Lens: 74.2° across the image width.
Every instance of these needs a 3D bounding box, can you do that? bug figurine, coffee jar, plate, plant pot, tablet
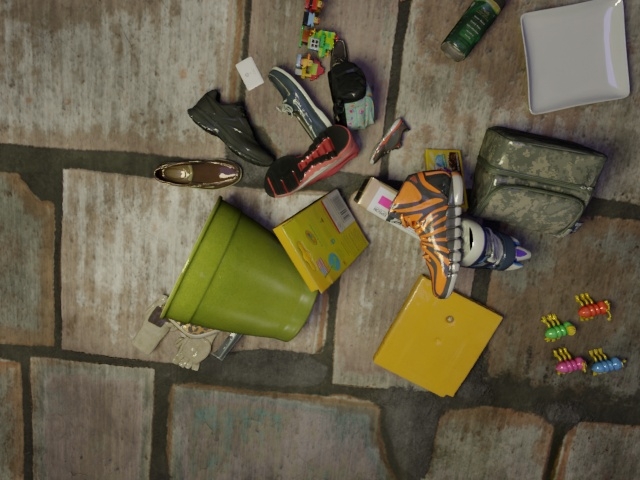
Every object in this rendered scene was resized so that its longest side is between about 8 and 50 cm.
[{"bbox_3d":[0.813,0.314,1.305,0.216,0.072,0.278,-19,98,5],"label":"bug figurine"},{"bbox_3d":[0.421,-0.594,1.168,0.079,0.096,0.184,36,99,-6],"label":"coffee jar"},{"bbox_3d":[0.710,-0.516,1.195,0.278,0.045,0.277,-10,97,4],"label":"plate"},{"bbox_3d":[-0.202,0.115,1.196,0.353,0.366,0.366,26,99,-13],"label":"plant pot"},{"bbox_3d":[-0.209,-0.493,1.252,0.054,0.006,0.083,-26,96,6],"label":"tablet"}]

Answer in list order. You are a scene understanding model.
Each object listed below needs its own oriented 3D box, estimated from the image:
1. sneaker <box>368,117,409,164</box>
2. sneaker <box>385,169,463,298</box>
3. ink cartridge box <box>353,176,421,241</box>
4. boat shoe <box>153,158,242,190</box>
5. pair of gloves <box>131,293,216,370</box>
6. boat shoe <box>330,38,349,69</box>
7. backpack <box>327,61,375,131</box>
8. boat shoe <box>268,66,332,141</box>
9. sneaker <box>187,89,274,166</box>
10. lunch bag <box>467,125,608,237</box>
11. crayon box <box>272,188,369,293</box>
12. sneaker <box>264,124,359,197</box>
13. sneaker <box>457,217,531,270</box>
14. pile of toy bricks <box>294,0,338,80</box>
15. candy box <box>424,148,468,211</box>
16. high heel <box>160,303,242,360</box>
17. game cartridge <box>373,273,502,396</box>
[{"bbox_3d":[0.205,-0.281,1.244,0.065,0.061,0.157,35,99,-10],"label":"sneaker"},{"bbox_3d":[0.253,-0.016,1.066,0.180,0.124,0.320,2,87,5],"label":"sneaker"},{"bbox_3d":[0.216,-0.087,1.205,0.235,0.193,0.088,31,98,-2],"label":"ink cartridge box"},{"bbox_3d":[-0.367,-0.193,1.259,0.258,0.095,0.095,-4,99,3],"label":"boat shoe"},{"bbox_3d":[-0.459,0.297,1.366,0.240,0.042,0.204,28,94,-7],"label":"pair of gloves"},{"bbox_3d":[0.055,-0.502,1.219,0.056,0.049,0.152,0,99,1],"label":"boat shoe"},{"bbox_3d":[0.089,-0.380,1.173,0.115,0.182,0.151,-9,61,7],"label":"backpack"},{"bbox_3d":[-0.067,-0.383,1.224,0.079,0.095,0.254,-44,104,-4],"label":"boat shoe"},{"bbox_3d":[-0.243,-0.327,1.234,0.286,0.109,0.130,38,90,-7],"label":"sneaker"},{"bbox_3d":[0.585,-0.156,1.182,0.305,0.212,0.255,12,116,1],"label":"lunch bag"},{"bbox_3d":[0.000,0.000,1.167,0.081,0.318,0.202,-26,97,34],"label":"crayon box"},{"bbox_3d":[-0.020,-0.204,1.235,0.314,0.136,0.115,-27,69,23],"label":"sneaker"},{"bbox_3d":[0.468,0.014,1.150,0.237,0.323,0.130,1,81,2],"label":"sneaker"},{"bbox_3d":[-0.004,-0.562,1.181,0.105,0.118,0.212,8,100,-7],"label":"pile of toy bricks"},{"bbox_3d":[0.356,-0.175,1.211,0.105,0.027,0.205,1,60,4],"label":"candy box"},{"bbox_3d":[-0.348,0.228,1.324,0.261,0.093,0.186,35,68,5],"label":"high heel"},{"bbox_3d":[0.364,0.307,1.336,0.286,0.052,0.323,28,101,-2],"label":"game cartridge"}]
